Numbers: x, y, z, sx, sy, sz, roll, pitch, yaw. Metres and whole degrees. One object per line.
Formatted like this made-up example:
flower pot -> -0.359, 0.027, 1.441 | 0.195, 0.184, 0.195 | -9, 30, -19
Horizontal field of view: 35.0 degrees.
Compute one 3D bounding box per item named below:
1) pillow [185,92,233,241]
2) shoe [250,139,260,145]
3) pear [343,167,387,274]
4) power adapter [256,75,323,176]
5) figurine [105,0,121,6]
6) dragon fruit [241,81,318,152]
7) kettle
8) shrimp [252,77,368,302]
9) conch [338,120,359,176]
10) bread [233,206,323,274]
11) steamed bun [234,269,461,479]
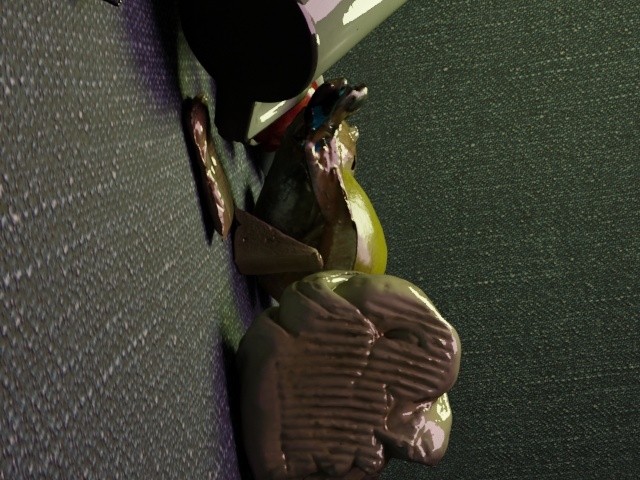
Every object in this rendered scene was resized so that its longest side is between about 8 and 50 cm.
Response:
pillow -> -0.162, -0.110, 1.506 | 0.135, 0.034, 0.211 | -85, 165, -65
shoe -> -0.114, -0.263, 1.971 | 0.071, 0.099, 0.169 | -97, 177, -52
pear -> 0.000, 0.000, 1.966 | 0.253, 0.253, 0.307 | -65, 144, -82
power adapter -> -0.057, -0.254, 2.092 | 0.255, 0.124, 0.187 | 124, -41, -70
figurine -> -0.197, -0.339, 1.053 | 0.137, 0.112, 0.229 | 64, 30, -50
dragon fruit -> -0.097, -0.287, 1.848 | 0.269, 0.198, 0.200 | 59, -9, 33
kettle -> -0.029, -0.348, 1.526 | 0.377, 0.250, 0.361 | -50, 168, -41
shrimp -> -0.013, -0.066, 1.735 | 0.110, 0.221, 0.446 | -26, 138, -48
conch -> -0.005, -0.181, 2.326 | 0.324, 0.186, 0.263 | 41, 48, -17
bread -> -0.073, -0.002, 1.715 | 0.077, 0.152, 0.105 | 72, 15, -69
steamed bun -> 0.036, 0.221, 1.580 | 0.247, 0.339, 0.352 | 153, -66, -81
